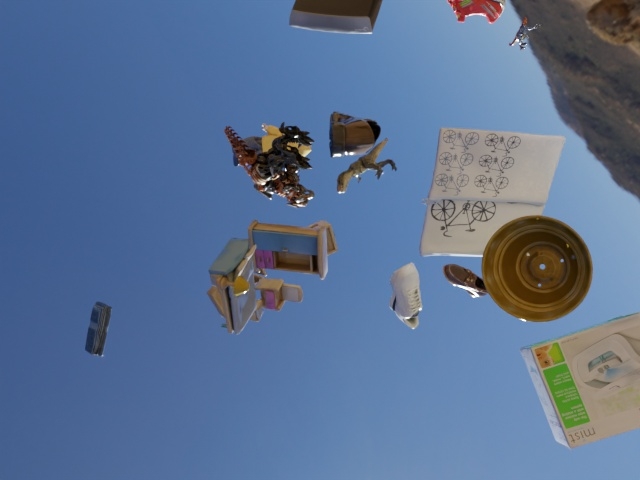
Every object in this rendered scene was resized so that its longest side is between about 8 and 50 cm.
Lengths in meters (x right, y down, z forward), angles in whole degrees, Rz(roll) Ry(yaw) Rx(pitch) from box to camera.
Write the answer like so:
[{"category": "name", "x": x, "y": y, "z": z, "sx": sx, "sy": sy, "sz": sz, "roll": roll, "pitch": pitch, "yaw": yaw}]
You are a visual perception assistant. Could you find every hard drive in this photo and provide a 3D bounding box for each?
[{"category": "hard drive", "x": 0.045, "y": -0.688, "z": 1.634, "sx": 0.254, "sy": 0.054, "sz": 0.172, "roll": 11, "pitch": -113, "yaw": 15}]

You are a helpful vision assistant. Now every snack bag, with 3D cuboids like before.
[{"category": "snack bag", "x": 0.408, "y": -0.101, "z": 1.365, "sx": 0.322, "sy": 0.343, "sz": 0.037, "roll": 3, "pitch": -155, "yaw": -11}]

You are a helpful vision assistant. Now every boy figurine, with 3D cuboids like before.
[{"category": "boy figurine", "x": -0.176, "y": -0.338, "z": 2.034, "sx": 0.285, "sy": 0.092, "sz": 0.177, "roll": -9, "pitch": -88, "yaw": -20}]

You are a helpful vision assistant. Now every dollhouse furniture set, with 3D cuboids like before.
[{"category": "dollhouse furniture set", "x": -0.248, "y": 0.154, "z": 1.741, "sx": 0.151, "sy": 0.123, "sz": 0.144, "roll": -49, "pitch": -46, "yaw": -31}, {"category": "dollhouse furniture set", "x": -0.116, "y": 0.129, "z": 1.376, "sx": 0.198, "sy": 0.287, "sz": 0.303, "roll": 6, "pitch": -148, "yaw": 15}]

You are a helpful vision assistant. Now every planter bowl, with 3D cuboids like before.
[{"category": "planter bowl", "x": 0.457, "y": 0.057, "z": 1.172, "sx": 0.090, "sy": 0.217, "sz": 0.217, "roll": -1, "pitch": -126, "yaw": -58}]

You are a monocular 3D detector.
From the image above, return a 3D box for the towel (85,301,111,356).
[{"category": "towel", "x": -0.522, "y": 0.206, "z": 1.306, "sx": 0.029, "sy": 0.067, "sz": 0.120, "roll": 12, "pitch": -92, "yaw": -44}]

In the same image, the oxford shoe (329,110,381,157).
[{"category": "oxford shoe", "x": 0.063, "y": -0.196, "z": 1.051, "sx": 0.096, "sy": 0.083, "sz": 0.227, "roll": -3, "pitch": -159, "yaw": -1}]

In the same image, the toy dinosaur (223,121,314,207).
[{"category": "toy dinosaur", "x": -0.133, "y": -0.209, "z": 1.591, "sx": 0.321, "sy": 0.218, "sz": 0.164, "roll": 18, "pitch": -133, "yaw": -45}]

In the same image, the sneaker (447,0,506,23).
[{"category": "sneaker", "x": 0.446, "y": -0.756, "z": 1.768, "sx": 0.278, "sy": 0.118, "sz": 0.107, "roll": 15, "pitch": -147, "yaw": -5}]

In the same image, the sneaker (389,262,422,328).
[{"category": "sneaker", "x": 0.253, "y": 0.155, "z": 1.581, "sx": 0.090, "sy": 0.235, "sz": 0.095, "roll": -23, "pitch": -128, "yaw": -9}]

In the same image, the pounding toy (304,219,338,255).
[{"category": "pounding toy", "x": 0.000, "y": 0.000, "z": 2.059, "sx": 0.141, "sy": 0.130, "sz": 0.100, "roll": -23, "pitch": -157, "yaw": -17}]

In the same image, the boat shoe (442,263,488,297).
[{"category": "boat shoe", "x": 0.515, "y": 0.133, "z": 1.946, "sx": 0.207, "sy": 0.073, "sz": 0.073, "roll": 28, "pitch": -119, "yaw": -29}]

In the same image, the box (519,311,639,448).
[{"category": "box", "x": 0.628, "y": 0.314, "z": 1.267, "sx": 0.127, "sy": 0.261, "sz": 0.231, "roll": 55, "pitch": -163, "yaw": -75}]

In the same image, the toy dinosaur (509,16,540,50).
[{"category": "toy dinosaur", "x": 0.510, "y": -0.529, "z": 1.426, "sx": 0.047, "sy": 0.090, "sz": 0.082, "roll": -51, "pitch": -46, "yaw": -27}]

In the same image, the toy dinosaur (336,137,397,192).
[{"category": "toy dinosaur", "x": 0.162, "y": -0.235, "z": 1.719, "sx": 0.118, "sy": 0.064, "sz": 0.268, "roll": 29, "pitch": -121, "yaw": 35}]
